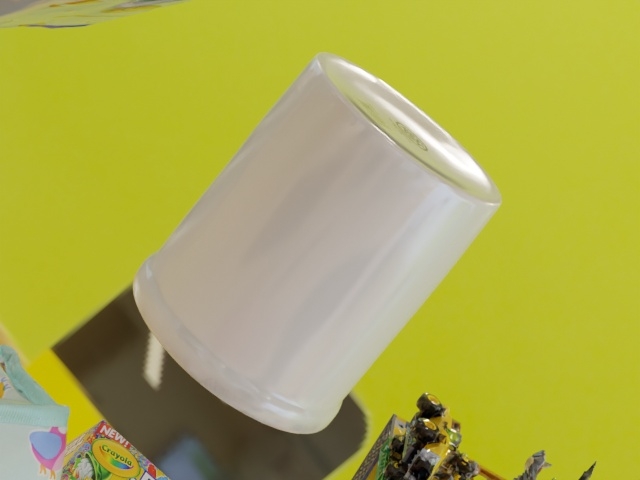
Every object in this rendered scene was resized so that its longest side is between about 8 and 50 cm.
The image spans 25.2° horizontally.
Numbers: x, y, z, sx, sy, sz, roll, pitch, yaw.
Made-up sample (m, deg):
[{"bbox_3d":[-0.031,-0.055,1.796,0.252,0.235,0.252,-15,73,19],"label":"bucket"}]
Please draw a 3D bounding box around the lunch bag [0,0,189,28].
[{"bbox_3d":[-0.230,-0.373,1.151,0.327,0.238,0.386,3,-80,53],"label":"lunch bag"}]

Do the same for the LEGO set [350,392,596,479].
[{"bbox_3d":[0.063,0.282,0.895,0.192,0.331,0.255,29,11,-3],"label":"LEGO set"}]

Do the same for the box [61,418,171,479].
[{"bbox_3d":[-0.260,0.426,1.686,0.290,0.177,0.279,44,41,-12],"label":"box"}]

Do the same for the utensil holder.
[{"bbox_3d":[0.000,0.000,1.848,0.327,0.385,0.327,36,16,-12],"label":"utensil holder"}]

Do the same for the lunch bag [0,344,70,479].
[{"bbox_3d":[-0.281,0.157,0.718,0.262,0.223,0.160,9,9,-32],"label":"lunch bag"}]
